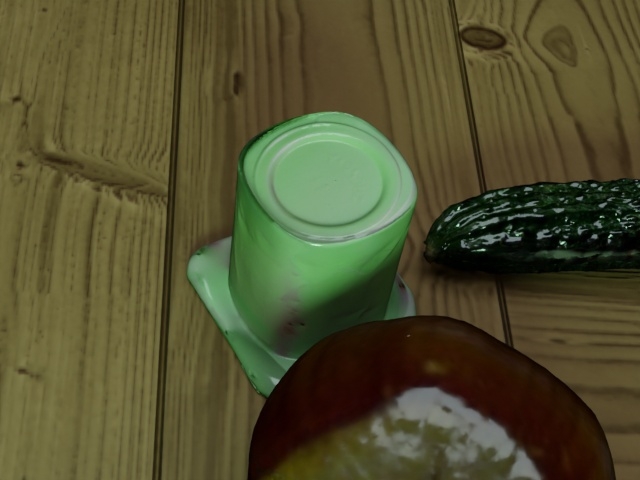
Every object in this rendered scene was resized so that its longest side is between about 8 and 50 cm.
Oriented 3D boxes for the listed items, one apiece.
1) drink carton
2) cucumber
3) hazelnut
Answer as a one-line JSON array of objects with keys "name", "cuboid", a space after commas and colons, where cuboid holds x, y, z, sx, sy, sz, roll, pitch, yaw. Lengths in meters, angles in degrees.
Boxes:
[{"name": "drink carton", "cuboid": [0.000, 0.000, 0.764, 0.144, 0.142, 0.146, -22, 57, -25]}, {"name": "cucumber", "cuboid": [0.205, -0.013, 0.850, 0.265, 0.077, 0.077, 0, 52, -8]}, {"name": "hazelnut", "cuboid": [0.066, 0.135, 0.664, 0.212, 0.181, 0.181, 21, 81, 8]}]
